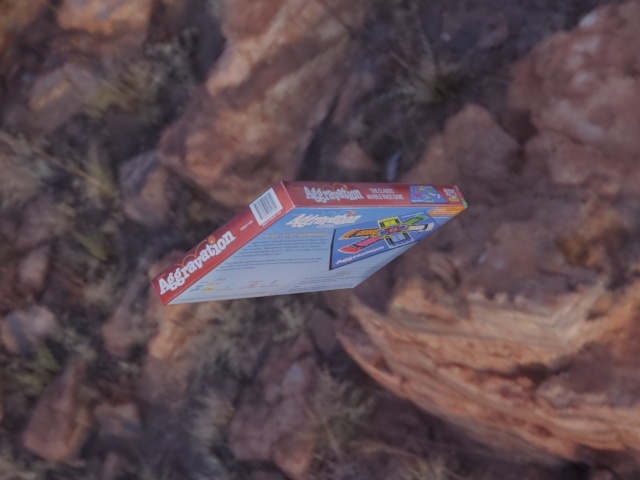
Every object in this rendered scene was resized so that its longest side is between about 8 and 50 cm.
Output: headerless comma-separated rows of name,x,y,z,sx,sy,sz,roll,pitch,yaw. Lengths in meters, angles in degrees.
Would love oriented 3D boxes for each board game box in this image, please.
board game box,0.000,0.000,1.170,0.145,0.281,0.027,-35,73,28
